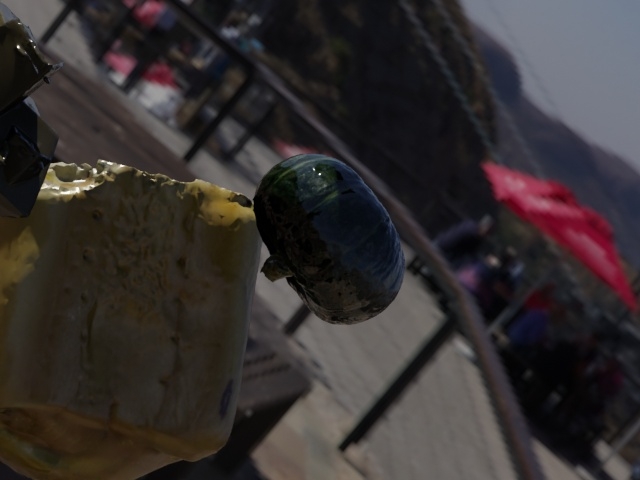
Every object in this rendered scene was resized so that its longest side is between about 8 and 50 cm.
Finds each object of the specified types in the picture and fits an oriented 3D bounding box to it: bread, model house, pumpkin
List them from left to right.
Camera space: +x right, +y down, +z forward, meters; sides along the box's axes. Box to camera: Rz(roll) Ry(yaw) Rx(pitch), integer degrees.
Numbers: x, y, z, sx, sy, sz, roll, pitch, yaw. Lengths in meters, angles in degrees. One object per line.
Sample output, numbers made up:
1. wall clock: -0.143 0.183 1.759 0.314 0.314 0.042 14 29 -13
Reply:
1. model house: -0.358 -0.127 1.580 0.211 0.204 0.243 46 8 -38
2. bread: -0.277 0.108 1.901 0.361 0.394 0.250 10 -4 -25
3. pumpkin: 0.002 0.000 1.753 0.211 0.152 0.212 45 -21 23
